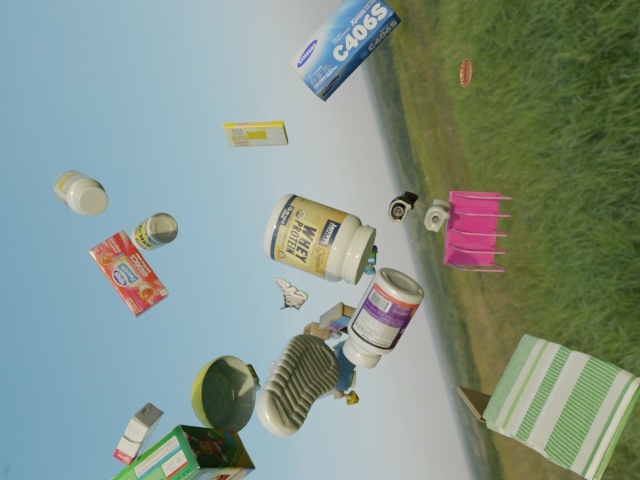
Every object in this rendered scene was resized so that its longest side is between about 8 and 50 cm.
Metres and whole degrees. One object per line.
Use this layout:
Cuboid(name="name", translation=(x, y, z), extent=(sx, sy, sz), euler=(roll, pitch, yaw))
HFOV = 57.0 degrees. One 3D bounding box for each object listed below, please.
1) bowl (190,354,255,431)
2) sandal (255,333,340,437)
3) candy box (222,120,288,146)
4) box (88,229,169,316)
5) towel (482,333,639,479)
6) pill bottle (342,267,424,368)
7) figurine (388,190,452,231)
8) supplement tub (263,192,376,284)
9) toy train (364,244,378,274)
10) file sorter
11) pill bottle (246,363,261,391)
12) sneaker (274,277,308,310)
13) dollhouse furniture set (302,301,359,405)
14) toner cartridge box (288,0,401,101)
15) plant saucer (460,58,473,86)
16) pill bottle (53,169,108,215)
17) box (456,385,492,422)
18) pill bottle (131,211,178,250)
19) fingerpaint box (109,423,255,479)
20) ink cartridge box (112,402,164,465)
Cuboid(name="bowl", translation=(-0.401, 0.593, 2.253), extent=(0.289, 0.156, 0.290), euler=(26, -123, -48))
Cuboid(name="sandal", translation=(-0.072, 0.349, 1.463), extent=(0.169, 0.102, 0.416), euler=(54, -158, 3))
Cuboid(name="candy box", translation=(-0.216, -0.356, 1.978), extent=(0.105, 0.205, 0.027), euler=(77, -166, -62))
Cuboid(name="box", translation=(-0.612, 0.109, 1.892), extent=(0.257, 0.128, 0.122), euler=(55, 162, -1))
Cuboid(name="towel", translation=(0.520, 0.354, 1.298), extent=(0.038, 0.248, 0.324), euler=(33, 172, -23))
Cuboid(name="pill bottle", translation=(0.121, 0.161, 1.196), extent=(0.108, 0.108, 0.194), euler=(-86, 20, -66))
Cuboid(name="figurine", translation=(0.372, -0.121, 2.144), extent=(0.209, 0.214, 0.093), euler=(-48, -30, -63))
Cuboid(name="supplement tub", translation=(0.000, 0.000, 1.889), extent=(0.228, 0.316, 0.229), euler=(20, -90, -77))
Cuboid(name="toy train", translation=(0.146, 0.095, 2.787), extent=(0.105, 0.247, 0.144), euler=(64, -155, -64))
Cuboid(name="file sorter", translation=(0.606, -0.035, 2.244), extent=(0.182, 0.201, 0.291), euler=(-134, 46, -78))
Cuboid(name="pill bottle", translation=(-0.304, 0.601, 2.569), extent=(0.116, 0.065, 0.065), euler=(55, 175, 34))
Cuboid(name="sneaker", translation=(-0.087, 0.142, 1.486), extent=(0.069, 0.098, 0.038), euler=(-57, -13, -15))
Cuboid(name="dollhouse furniture set", translation=(0.074, 0.393, 1.833), extent=(0.286, 0.198, 0.304), euler=(-42, 32, 51))
Cuboid(name="toner cartridge box", translation=(0.073, -0.630, 1.878), extent=(0.165, 0.348, 0.075), euler=(51, -164, 21))
Cuboid(name="plant saucer", translation=(0.446, -0.510, 1.797), extent=(0.083, 0.013, 0.084), euler=(178, 90, -82))
Cuboid(name="pill bottle", translation=(-0.730, -0.143, 1.809), extent=(0.208, 0.117, 0.118), euler=(23, 141, 48))
Cuboid(name="box", translation=(0.529, 0.526, 1.837), extent=(0.201, 0.164, 0.021), euler=(-116, 46, -76))
Cuboid(name="pill bottle", translation=(-0.623, -0.027, 2.197), extent=(0.119, 0.208, 0.119), euler=(9, -106, -34))
Cuboid(name="fingerpaint box", translation=(-0.491, 0.809, 1.922), extent=(0.163, 0.444, 0.371), euler=(54, -176, 29))
Cuboid(name="ink cartridge box", translation=(-0.550, 0.585, 1.788), extent=(0.151, 0.063, 0.109), euler=(-61, -5, 14))
